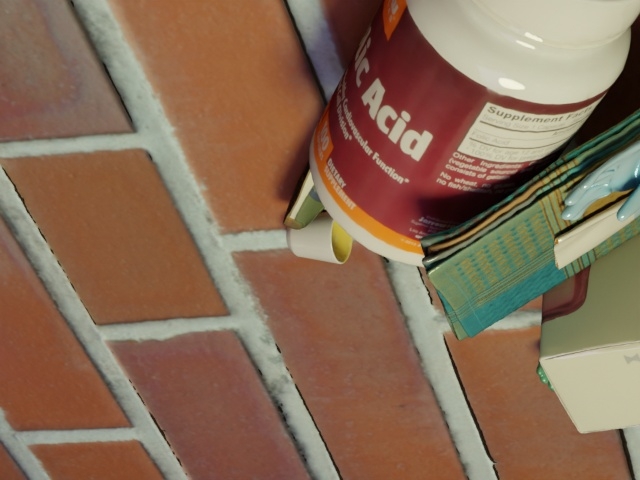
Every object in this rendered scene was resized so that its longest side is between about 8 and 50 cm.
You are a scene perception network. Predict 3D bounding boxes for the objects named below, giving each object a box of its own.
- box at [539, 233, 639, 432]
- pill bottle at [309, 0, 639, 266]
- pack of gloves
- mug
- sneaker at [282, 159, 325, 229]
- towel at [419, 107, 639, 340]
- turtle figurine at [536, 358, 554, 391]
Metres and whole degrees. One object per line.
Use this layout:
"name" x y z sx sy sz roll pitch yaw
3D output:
"box" 0.320 0.069 1.906 0.127 0.232 0.148 -11 136 23
"pill bottle" 0.152 -0.166 1.663 0.224 0.224 0.392 18 140 -10
"pack of gloves" 0.332 -0.052 1.686 0.232 0.046 0.195 -31 156 -5
"mug" -0.002 0.001 2.033 0.064 0.062 0.078 1 134 24
"sneaker" 0.026 -0.066 1.937 0.086 0.064 0.192 22 137 -6
"towel" 0.269 -0.039 1.739 0.370 0.040 0.271 -32 158 -1
"turtle figurine" 0.375 0.138 2.074 0.175 0.118 0.234 41 147 -18
